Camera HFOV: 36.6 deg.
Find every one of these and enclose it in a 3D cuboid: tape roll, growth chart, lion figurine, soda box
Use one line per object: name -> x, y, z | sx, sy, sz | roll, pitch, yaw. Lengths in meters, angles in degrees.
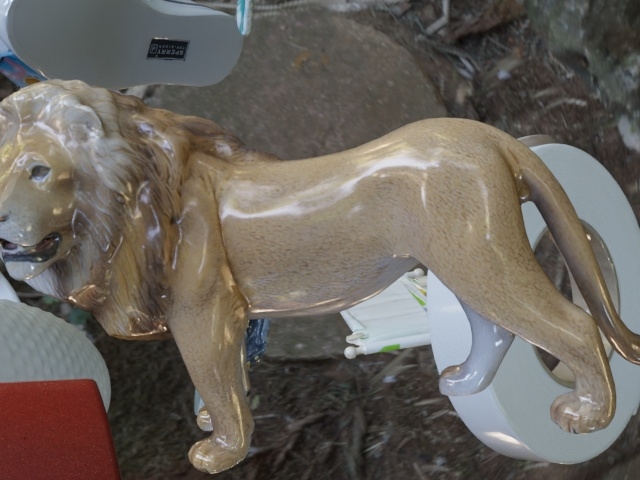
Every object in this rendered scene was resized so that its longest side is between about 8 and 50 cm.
tape roll -> 0.282, 0.077, 1.184 | 0.072, 0.392, 0.392 | -7, 81, 47
growth chart -> 0.097, 0.090, 1.289 | 0.172, 0.237, 0.021 | -6, 110, -7
lion figurine -> 0.000, 0.000, 0.575 | 0.392, 0.142, 0.240 | -10, 100, 3
soda box -> -0.316, -0.193, 1.194 | 0.058, 0.183, 0.063 | -5, 57, 33

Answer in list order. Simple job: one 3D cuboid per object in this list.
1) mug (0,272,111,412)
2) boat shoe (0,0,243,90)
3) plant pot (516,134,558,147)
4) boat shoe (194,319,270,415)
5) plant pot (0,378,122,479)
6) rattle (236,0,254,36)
mug -> -0.476, 0.173, 1.357 | 0.276, 0.328, 0.374 | -31, 72, 18
boat shoe -> -0.177, -0.190, 0.828 | 0.088, 0.267, 0.096 | 33, 115, 27
plant pot -> 0.307, -0.062, 1.587 | 0.237, 0.237, 0.110 | -32, 68, 13
boat shoe -> -0.133, 0.186, 1.473 | 0.083, 0.065, 0.183 | 16, 92, -17
plant pot -> -0.317, 0.303, 0.856 | 0.267, 0.267, 0.236 | -53, 56, 24
rattle -> -0.004, -0.134, 0.249 | 0.130, 0.200, 0.143 | -44, 108, 1
